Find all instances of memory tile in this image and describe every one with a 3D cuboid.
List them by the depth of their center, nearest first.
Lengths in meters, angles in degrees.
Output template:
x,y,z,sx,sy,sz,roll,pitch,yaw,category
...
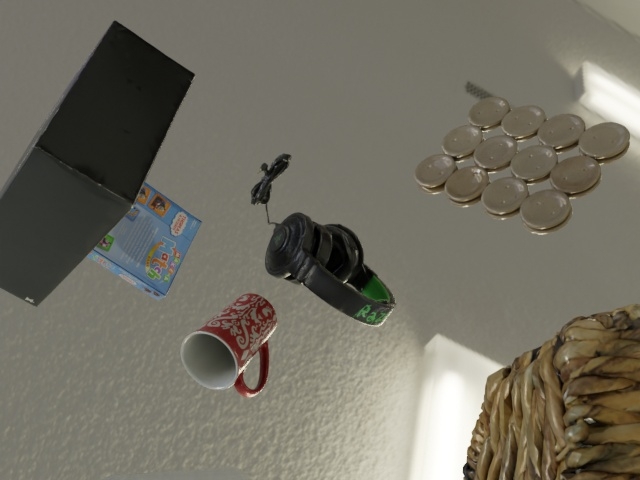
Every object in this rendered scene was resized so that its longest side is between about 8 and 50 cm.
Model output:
x,y,z,sx,sy,sz,roll,pitch,yaw,category
0.154,-0.063,0.577,0.113,0.012,0.148,-47,-137,-14,memory tile

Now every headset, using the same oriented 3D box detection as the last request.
x,y,z,sx,sy,sz,roll,pitch,yaw,category
0.000,0.000,1.409,0.394,0.185,0.243,42,-166,29,headset

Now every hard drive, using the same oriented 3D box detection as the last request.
x,y,z,sx,sy,sz,roll,pitch,yaw,category
-0.215,0.362,1.042,0.232,0.353,0.047,-1,-105,-10,hard drive

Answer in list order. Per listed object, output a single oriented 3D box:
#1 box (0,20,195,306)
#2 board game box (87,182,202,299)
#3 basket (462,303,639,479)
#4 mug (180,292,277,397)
x,y,z,sx,sy,sz,roll,pitch,yaw,category
-0.255,-0.069,0.750,0.103,0.261,0.184,31,-131,-24,box
-0.316,-0.024,1.201,0.211,0.039,0.160,36,-126,-23,board game box
0.240,0.161,0.440,0.299,0.223,0.214,7,-117,-3,basket
-0.151,0.187,1.293,0.113,0.150,0.169,-2,-158,25,mug
